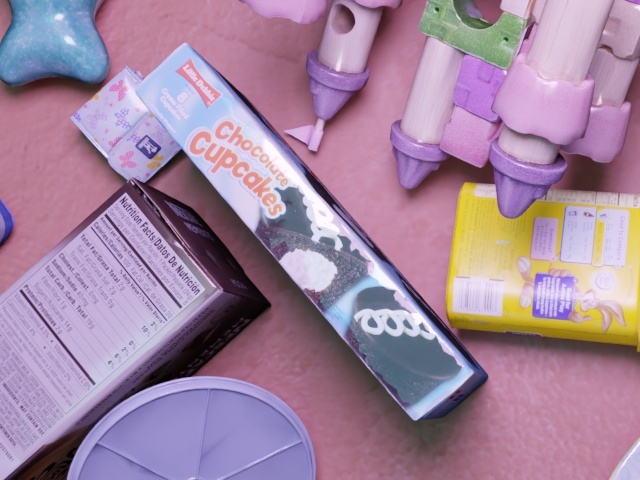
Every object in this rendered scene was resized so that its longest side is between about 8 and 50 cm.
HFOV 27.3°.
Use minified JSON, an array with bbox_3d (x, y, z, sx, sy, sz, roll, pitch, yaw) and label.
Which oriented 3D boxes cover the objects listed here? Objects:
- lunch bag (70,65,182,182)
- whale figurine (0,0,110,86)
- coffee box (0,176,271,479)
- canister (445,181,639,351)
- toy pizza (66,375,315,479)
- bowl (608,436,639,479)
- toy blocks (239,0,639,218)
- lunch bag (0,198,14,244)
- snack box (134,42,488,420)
[{"bbox_3d":[-0.160,-0.097,1.133,0.071,0.053,0.083,-41,87,5],"label":"lunch bag"},{"bbox_3d":[-0.233,-0.271,1.122,0.216,0.141,0.272,2,84,11],"label":"whale figurine"},{"bbox_3d":[-0.200,0.099,1.058,0.297,0.168,0.119,-41,77,3],"label":"coffee box"},{"bbox_3d":[0.190,0.018,1.034,0.170,0.073,0.126,5,68,13],"label":"canister"},{"bbox_3d":[-0.103,0.193,1.052,0.201,0.032,0.201,-6,115,-14],"label":"toy pizza"},{"bbox_3d":[0.349,0.241,0.926,0.289,0.289,0.156,-42,121,3],"label":"bowl"},{"bbox_3d":[0.125,-0.147,1.025,0.289,0.309,0.260,28,120,24],"label":"toy blocks"},{"bbox_3d":[-0.321,-0.027,1.149,0.067,0.065,0.098,-41,78,20],"label":"lunch bag"},{"bbox_3d":[0.000,0.000,1.021,0.060,0.187,0.322,-42,78,3],"label":"snack box"}]
